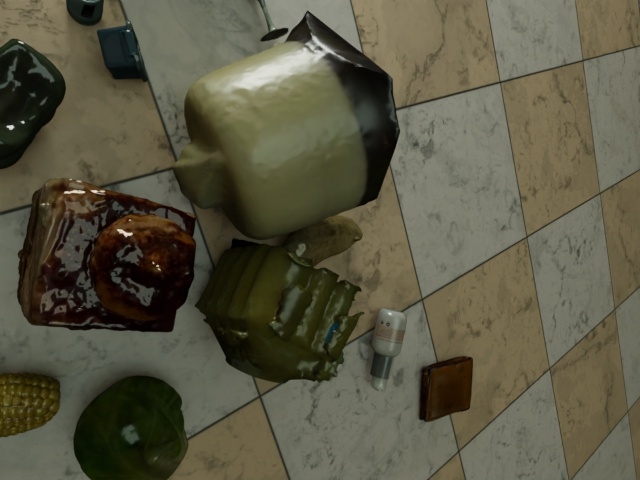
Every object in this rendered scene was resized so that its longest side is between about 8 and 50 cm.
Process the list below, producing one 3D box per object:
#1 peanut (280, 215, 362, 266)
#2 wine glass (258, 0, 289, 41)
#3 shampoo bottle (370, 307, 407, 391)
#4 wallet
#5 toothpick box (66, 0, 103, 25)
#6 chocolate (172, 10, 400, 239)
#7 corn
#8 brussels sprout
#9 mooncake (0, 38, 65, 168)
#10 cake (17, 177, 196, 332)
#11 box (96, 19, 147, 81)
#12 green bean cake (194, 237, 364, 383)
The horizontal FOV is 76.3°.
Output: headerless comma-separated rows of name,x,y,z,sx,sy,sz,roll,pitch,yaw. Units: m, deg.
peanut,0.000,0.000,0.872,0.214,0.099,0.099,-20,103,-29
wine glass,-0.125,-0.498,0.790,0.066,0.066,0.198,-28,105,-27
shampoo bottle,0.160,0.265,0.996,0.074,0.074,0.192,13,87,-31
wallet,0.356,0.413,1.146,0.196,0.042,0.160,-2,98,-33
toothpick box,-0.366,-0.377,0.633,0.052,0.083,0.052,-2,93,-31
chocolate,-0.084,-0.161,0.679,0.297,0.326,0.314,-23,60,-30
corn,-0.534,0.237,0.553,0.305,0.106,0.106,4,90,-32
brussels sprout,-0.310,0.321,0.677,0.180,0.144,0.161,62,28,-5
mooncake,-0.434,-0.185,0.557,0.104,0.168,0.175,38,89,-29
cake,-0.304,0.030,0.574,0.199,0.293,0.196,14,85,-36
box,-0.321,-0.302,0.662,0.054,0.099,0.074,-16,100,-15
green bean cake,-0.054,0.150,0.721,0.285,0.310,0.202,33,73,-26
